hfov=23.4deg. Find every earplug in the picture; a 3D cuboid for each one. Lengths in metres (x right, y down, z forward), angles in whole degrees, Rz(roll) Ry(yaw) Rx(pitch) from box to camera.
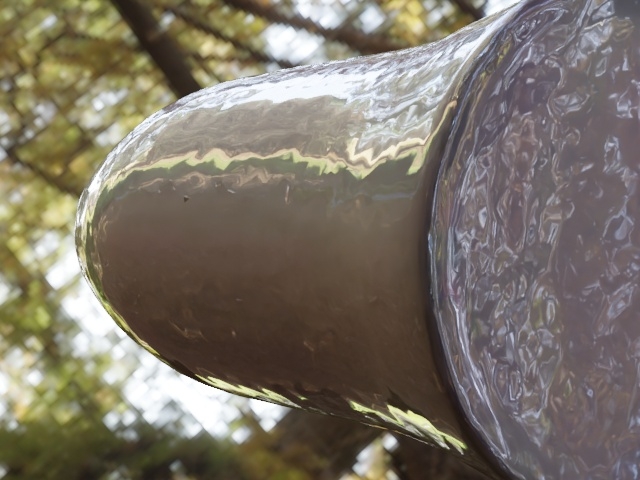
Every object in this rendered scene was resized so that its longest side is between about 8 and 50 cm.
[{"bbox_3d":[0.000,0.000,0.606,0.301,0.172,0.172,1,-52,50],"label":"earplug"}]
